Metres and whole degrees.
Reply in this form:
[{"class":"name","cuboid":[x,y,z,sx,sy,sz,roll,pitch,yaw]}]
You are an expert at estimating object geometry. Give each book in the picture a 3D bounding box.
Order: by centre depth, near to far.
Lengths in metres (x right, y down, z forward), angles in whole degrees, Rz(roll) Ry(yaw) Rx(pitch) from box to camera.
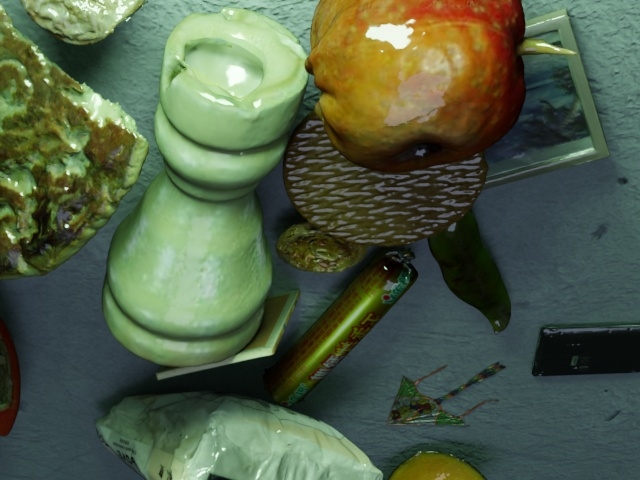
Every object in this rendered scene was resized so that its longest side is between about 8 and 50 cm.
[{"class":"book","cuboid":[-0.126,0.130,1.939,0.170,0.242,0.018,-13,104,12]}]

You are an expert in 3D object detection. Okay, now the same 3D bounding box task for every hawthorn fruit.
[{"class":"hawthorn fruit","cuboid":[0.108,-0.199,1.543,0.261,0.258,0.258,-33,139,-10]}]

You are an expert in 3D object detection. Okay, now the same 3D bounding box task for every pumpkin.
[{"class":"pumpkin","cuboid":[0.189,0.436,2.432,0.254,0.149,0.130,-14,179,13]}]

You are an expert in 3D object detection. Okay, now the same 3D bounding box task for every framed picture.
[{"class":"framed picture","cuboid":[0.188,-0.153,1.744,0.314,0.024,0.232,-16,130,14]}]

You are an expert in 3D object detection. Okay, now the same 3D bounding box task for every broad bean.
[{"class":"broad bean","cuboid":[0.204,0.027,1.949,0.077,0.061,0.339,-31,137,-1]}]

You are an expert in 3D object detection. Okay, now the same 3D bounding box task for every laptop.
[{"class":"laptop","cuboid":[0.429,0.173,2.177,0.180,0.016,0.129,-3,141,-2]}]

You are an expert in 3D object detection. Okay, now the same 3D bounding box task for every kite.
[{"class":"kite","cuboid":[0.208,0.260,2.272,0.244,0.006,0.198,-30,133,29]}]

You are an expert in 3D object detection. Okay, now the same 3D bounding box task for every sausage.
[{"class":"sausage","cuboid":[0.037,0.123,2.047,0.082,0.082,0.371,19,135,-24]}]

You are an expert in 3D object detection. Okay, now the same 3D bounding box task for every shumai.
[{"class":"shumai","cuboid":[-0.264,-0.271,1.529,0.145,0.146,0.116,10,157,-15]}]

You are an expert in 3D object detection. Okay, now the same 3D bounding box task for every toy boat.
[{"class":"toy boat","cuboid":[-0.513,0.162,2.037,0.136,0.079,0.392,-7,143,-1]}]

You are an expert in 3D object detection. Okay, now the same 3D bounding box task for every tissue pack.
[{"class":"tissue pack","cuboid":[-0.127,0.341,2.170,0.390,0.195,0.375,18,173,-25]}]

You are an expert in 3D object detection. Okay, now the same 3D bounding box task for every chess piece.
[{"class":"chess piece","cuboid":[-0.139,-0.066,1.706,0.234,0.234,0.442,6,134,-11]}]

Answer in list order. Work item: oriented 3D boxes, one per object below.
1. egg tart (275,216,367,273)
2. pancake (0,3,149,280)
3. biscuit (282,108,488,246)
[{"class":"egg tart","cuboid":[0.000,0.000,1.917,0.128,0.049,0.129,0,146,0]},{"class":"pancake","cuboid":[-0.405,-0.091,1.664,0.426,0.067,0.305,-34,91,27]},{"class":"biscuit","cuboid":[0.082,-0.094,1.759,0.262,0.037,0.262,0,132,0]}]
